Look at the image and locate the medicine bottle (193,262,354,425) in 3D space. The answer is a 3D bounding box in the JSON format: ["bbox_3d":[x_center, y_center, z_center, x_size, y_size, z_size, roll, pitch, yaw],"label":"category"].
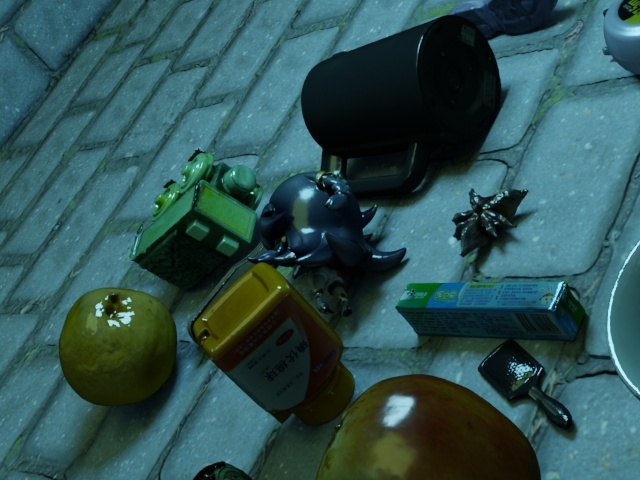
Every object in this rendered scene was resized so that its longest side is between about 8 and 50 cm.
[{"bbox_3d":[-0.053,0.157,1.535,0.149,0.222,0.112,-43,31,-2],"label":"medicine bottle"}]

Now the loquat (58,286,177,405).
[{"bbox_3d":[-0.344,0.178,1.861,0.208,0.208,0.208,-29,34,21],"label":"loquat"}]

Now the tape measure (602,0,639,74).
[{"bbox_3d":[0.508,-0.318,1.618,0.178,0.105,0.196,-31,33,4],"label":"tape measure"}]

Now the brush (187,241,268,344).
[{"bbox_3d":[-0.123,0.049,1.908,0.327,0.070,0.065,-52,22,-18],"label":"brush"}]

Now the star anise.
[{"bbox_3d":[0.235,-0.025,1.597,0.124,0.056,0.129,5,54,50],"label":"star anise"}]

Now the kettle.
[{"bbox_3d":[0.134,-0.220,1.871,0.203,0.262,0.308,-21,9,-41],"label":"kettle"}]

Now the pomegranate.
[{"bbox_3d":[0.128,0.279,1.190,0.229,0.270,0.252,-61,-6,17],"label":"pomegranate"}]

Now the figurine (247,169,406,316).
[{"bbox_3d":[0.003,-0.004,1.732,0.197,0.175,0.265,-54,39,-3],"label":"figurine"}]

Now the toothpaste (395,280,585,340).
[{"bbox_3d":[0.221,0.092,1.461,0.266,0.065,0.050,-3,48,47],"label":"toothpaste"}]

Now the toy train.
[{"bbox_3d":[-0.221,-0.035,1.997,0.271,0.159,0.188,-36,32,42],"label":"toy train"}]

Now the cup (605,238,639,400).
[{"bbox_3d":[0.478,0.085,1.088,0.347,0.163,0.347,-29,34,22],"label":"cup"}]

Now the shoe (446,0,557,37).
[{"bbox_3d":[0.341,-0.443,1.959,0.245,0.095,0.138,-7,48,53],"label":"shoe"}]

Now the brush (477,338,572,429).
[{"bbox_3d":[0.258,0.180,1.357,0.063,0.016,0.193,-44,31,0],"label":"brush"}]

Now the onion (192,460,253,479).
[{"bbox_3d":[-0.136,0.364,1.487,0.118,0.118,0.117,-36,28,10],"label":"onion"}]
